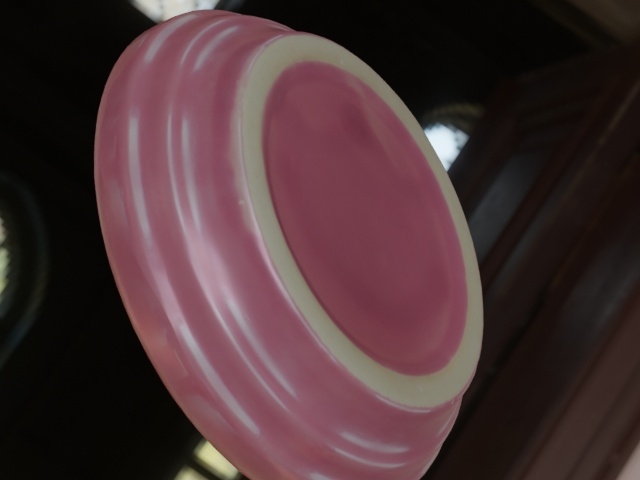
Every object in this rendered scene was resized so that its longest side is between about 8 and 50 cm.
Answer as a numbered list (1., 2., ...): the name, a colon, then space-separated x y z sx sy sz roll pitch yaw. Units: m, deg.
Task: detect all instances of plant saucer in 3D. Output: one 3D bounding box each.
1. plant saucer: 0.000 0.000 1.132 0.084 0.332 0.332 -25 -51 31
